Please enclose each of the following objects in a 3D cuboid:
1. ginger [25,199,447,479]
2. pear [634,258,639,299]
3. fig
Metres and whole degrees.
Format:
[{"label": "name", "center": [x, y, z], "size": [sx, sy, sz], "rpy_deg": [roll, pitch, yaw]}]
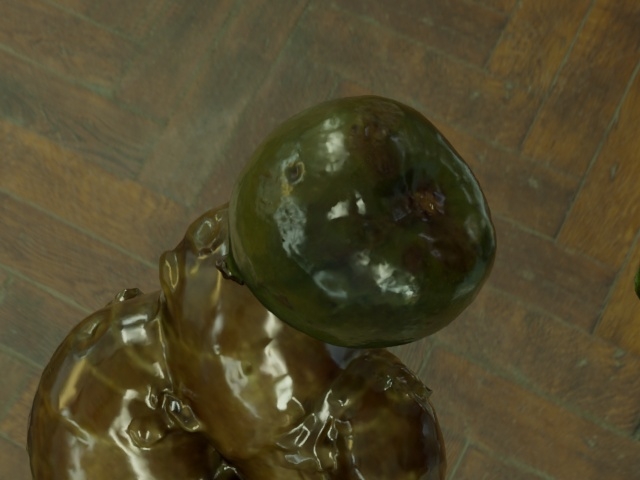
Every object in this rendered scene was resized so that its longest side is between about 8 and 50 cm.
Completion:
[{"label": "ginger", "center": [-0.069, 0.147, 0.769], "size": [0.357, 0.152, 0.274], "rpy_deg": [-38, 87, 21]}, {"label": "pear", "center": [0.296, 0.026, 0.428], "size": [0.255, 0.238, 0.164], "rpy_deg": [22, 43, -17]}, {"label": "fig", "center": [-0.002, 0.010, 0.575], "size": [0.133, 0.185, 0.127], "rpy_deg": [40, 33, -19]}]
